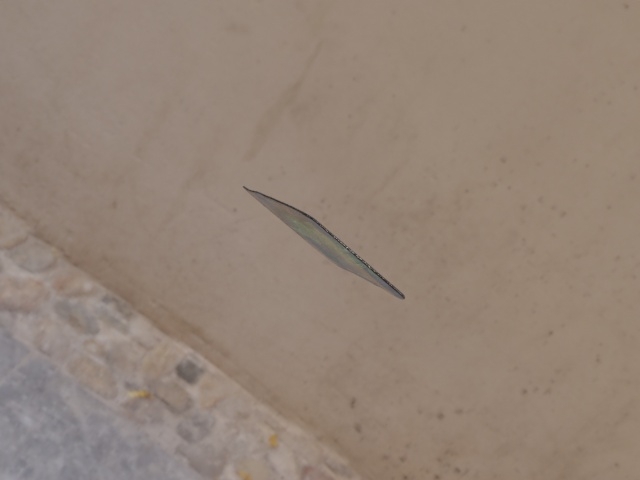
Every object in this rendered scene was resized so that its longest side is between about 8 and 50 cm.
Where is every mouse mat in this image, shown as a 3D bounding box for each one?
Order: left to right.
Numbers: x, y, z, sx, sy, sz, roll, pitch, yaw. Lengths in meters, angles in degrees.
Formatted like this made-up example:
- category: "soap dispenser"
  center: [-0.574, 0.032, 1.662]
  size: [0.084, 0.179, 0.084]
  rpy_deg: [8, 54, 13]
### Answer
- category: "mouse mat"
  center: [0.000, 0.000, 1.118]
  size: [0.152, 0.007, 0.189]
  rpy_deg: [40, -8, -26]
